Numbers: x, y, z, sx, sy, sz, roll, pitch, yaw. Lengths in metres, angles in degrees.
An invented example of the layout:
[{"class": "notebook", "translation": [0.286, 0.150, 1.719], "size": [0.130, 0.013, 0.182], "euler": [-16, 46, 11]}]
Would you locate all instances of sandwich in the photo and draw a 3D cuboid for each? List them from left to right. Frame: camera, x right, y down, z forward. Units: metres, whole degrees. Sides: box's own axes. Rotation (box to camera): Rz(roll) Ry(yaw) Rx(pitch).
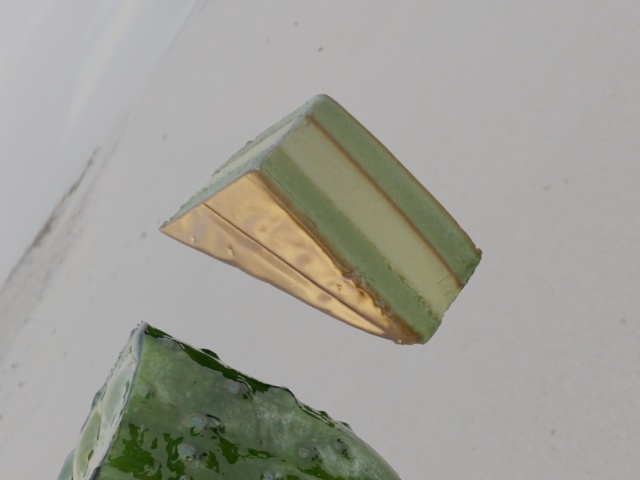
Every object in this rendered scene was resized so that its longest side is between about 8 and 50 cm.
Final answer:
[{"class": "sandwich", "translation": [0.000, 0.000, 0.676], "size": [0.117, 0.187, 0.144], "euler": [-50, 10, -35]}]

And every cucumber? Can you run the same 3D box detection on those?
[{"class": "cucumber", "translation": [-0.027, 0.147, 0.519], "size": [0.134, 0.244, 0.134], "euler": [-59, 15, 28]}]
